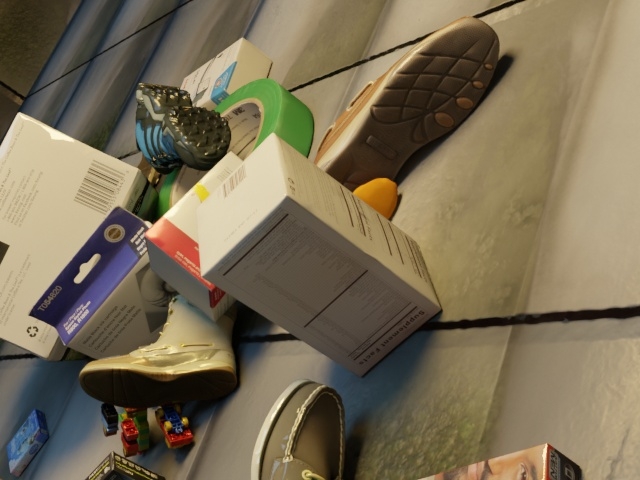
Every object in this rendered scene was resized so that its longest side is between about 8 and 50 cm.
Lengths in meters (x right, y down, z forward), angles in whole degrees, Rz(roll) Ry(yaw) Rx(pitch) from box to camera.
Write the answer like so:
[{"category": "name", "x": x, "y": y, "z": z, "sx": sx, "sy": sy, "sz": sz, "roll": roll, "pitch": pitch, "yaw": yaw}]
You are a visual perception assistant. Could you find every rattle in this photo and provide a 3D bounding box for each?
[{"category": "rattle", "x": 0.000, "y": 0.000, "z": 1.357, "sx": 0.142, "sy": 0.130, "sz": 0.199, "roll": -62, "pitch": 1, "yaw": -36}]

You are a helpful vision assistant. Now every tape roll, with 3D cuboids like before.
[{"category": "tape roll", "x": -0.147, "y": -0.118, "z": 1.690, "sx": 0.321, "sy": 0.077, "sz": 0.321, "roll": -36, "pitch": 34, "yaw": 29}]

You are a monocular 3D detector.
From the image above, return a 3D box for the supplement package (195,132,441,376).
[{"category": "supplement package", "x": -0.003, "y": 0.021, "z": 1.151, "sx": 0.139, "sy": 0.244, "sz": 0.134, "roll": -42, "pitch": 32, "yaw": 20}]

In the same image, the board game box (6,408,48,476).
[{"category": "board game box", "x": -0.518, "y": 0.355, "z": 1.795, "sx": 0.090, "sy": 0.020, "sz": 0.090, "roll": -54, "pitch": 29, "yaw": 4}]

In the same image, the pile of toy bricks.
[{"category": "pile of toy bricks", "x": -0.260, "y": 0.255, "z": 1.458, "sx": 0.212, "sy": 0.118, "sz": 0.105, "roll": 47, "pitch": 139, "yaw": 51}]

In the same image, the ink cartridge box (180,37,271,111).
[{"category": "ink cartridge box", "x": -0.193, "y": -0.274, "z": 1.920, "sx": 0.191, "sy": 0.082, "sz": 0.139, "roll": -23, "pitch": 42, "yaw": 42}]

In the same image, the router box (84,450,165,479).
[{"category": "router box", "x": -0.280, "y": 0.351, "z": 1.369, "sx": 0.122, "sy": 0.092, "sz": 0.038, "roll": -47, "pitch": 29, "yaw": 14}]

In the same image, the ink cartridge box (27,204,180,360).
[{"category": "ink cartridge box", "x": -0.276, "y": 0.086, "z": 1.510, "sx": 0.223, "sy": 0.224, "sz": 0.045, "roll": -49, "pitch": 37, "yaw": 11}]

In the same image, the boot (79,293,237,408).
[{"category": "boot", "x": -0.222, "y": 0.149, "z": 1.430, "sx": 0.213, "sy": 0.077, "sz": 0.165, "roll": -4, "pitch": 39, "yaw": 0}]

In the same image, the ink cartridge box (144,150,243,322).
[{"category": "ink cartridge box", "x": -0.135, "y": -0.005, "z": 1.408, "sx": 0.176, "sy": 0.127, "sz": 0.128, "roll": -47, "pitch": -14, "yaw": -21}]

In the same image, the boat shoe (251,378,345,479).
[{"category": "boat shoe", "x": -0.019, "y": 0.287, "z": 1.039, "sx": 0.091, "sy": 0.109, "sz": 0.305, "roll": -16, "pitch": 53, "yaw": 48}]

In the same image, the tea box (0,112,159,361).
[{"category": "tea box", "x": -0.441, "y": 0.009, "z": 1.688, "sx": 0.323, "sy": 0.220, "sz": 0.329, "roll": 119, "pitch": 176, "yaw": -84}]

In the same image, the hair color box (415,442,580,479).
[{"category": "hair color box", "x": 0.144, "y": 0.246, "z": 0.891, "sx": 0.167, "sy": 0.053, "sz": 0.093, "roll": -27, "pitch": 38, "yaw": 38}]

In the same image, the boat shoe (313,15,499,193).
[{"category": "boat shoe", "x": 0.097, "y": -0.175, "z": 1.346, "sx": 0.324, "sy": 0.123, "sz": 0.116, "roll": -43, "pitch": 28, "yaw": 16}]

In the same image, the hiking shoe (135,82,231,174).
[{"category": "hiking shoe", "x": -0.233, "y": -0.164, "z": 1.714, "sx": 0.304, "sy": 0.113, "sz": 0.132, "roll": 46, "pitch": 129, "yaw": 55}]

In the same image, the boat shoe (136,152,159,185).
[{"category": "boat shoe", "x": -0.337, "y": -0.146, "z": 2.048, "sx": 0.056, "sy": 0.048, "sz": 0.153, "roll": -16, "pitch": 52, "yaw": 32}]

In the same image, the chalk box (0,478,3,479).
[{"category": "chalk box", "x": -0.573, "y": 0.511, "z": 1.547, "sx": 0.289, "sy": 0.180, "sz": 0.179, "roll": -53, "pitch": 29, "yaw": 0}]
